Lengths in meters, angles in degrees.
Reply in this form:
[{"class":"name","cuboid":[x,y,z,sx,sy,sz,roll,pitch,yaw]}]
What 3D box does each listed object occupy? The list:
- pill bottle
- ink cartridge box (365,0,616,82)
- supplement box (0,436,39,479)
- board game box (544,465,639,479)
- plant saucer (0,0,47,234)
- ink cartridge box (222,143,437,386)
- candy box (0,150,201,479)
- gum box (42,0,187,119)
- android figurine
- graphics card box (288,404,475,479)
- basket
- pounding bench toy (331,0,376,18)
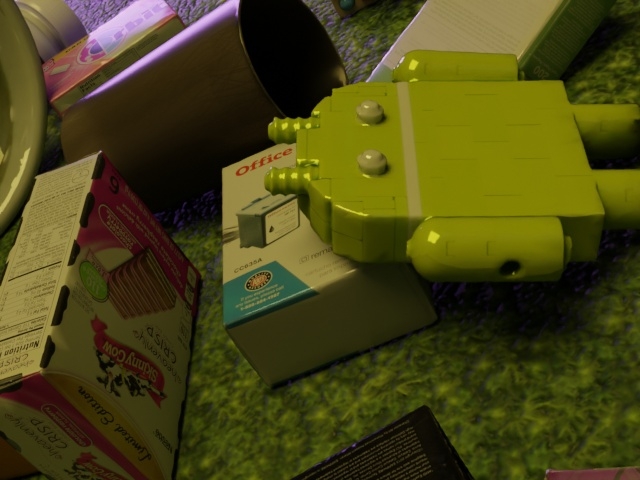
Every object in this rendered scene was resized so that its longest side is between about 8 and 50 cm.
[{"class":"pill bottle","cuboid":[-0.400,-0.208,1.303,0.121,0.121,0.221,16,58,45]},{"class":"ink cartridge box","cuboid":[0.139,-0.170,0.926,0.235,0.056,0.171,-55,35,11]},{"class":"supplement box","cuboid":[-0.288,0.152,0.853,0.233,0.078,0.080,-18,39,18]},{"class":"board game box","cuboid":[0.274,0.134,0.355,0.347,0.208,0.056,-11,42,28]},{"class":"plant saucer","cuboid":[-0.482,-0.143,1.070,0.100,0.400,0.400,1,48,50]},{"class":"ink cartridge box","cuboid":[0.000,0.000,0.811,0.139,0.082,0.191,-23,39,13]},{"class":"candy box","cuboid":[-0.167,0.067,0.793,0.071,0.159,0.233,-19,40,18]},{"class":"gum box","cuboid":[-0.244,-0.206,1.234,0.188,0.062,0.107,-35,37,-3]},{"class":"android figurine","cuboid":[0.097,-0.056,0.736,0.273,0.056,0.248,2,40,1]},{"class":"graphics card box","cuboid":[0.026,0.273,0.475,0.233,0.094,0.371,-31,38,3]},{"class":"basket","cuboid":[-0.111,-0.117,0.962,0.227,0.154,0.204,-23,5,25]},{"class":"pounding bench toy","cuboid":[0.044,-0.288,1.125,0.083,0.052,0.065,-26,37,9]}]
